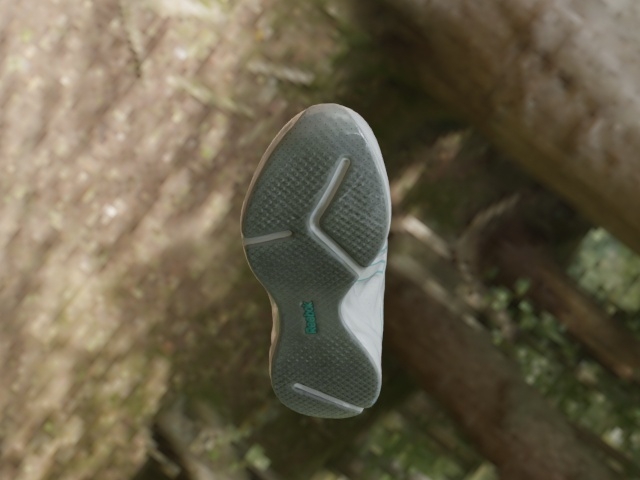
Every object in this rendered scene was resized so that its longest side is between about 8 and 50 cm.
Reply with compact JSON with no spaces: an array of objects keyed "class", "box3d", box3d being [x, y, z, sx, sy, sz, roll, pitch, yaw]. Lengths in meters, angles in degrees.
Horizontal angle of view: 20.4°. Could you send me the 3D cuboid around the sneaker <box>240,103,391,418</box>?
[{"class":"sneaker","box3d":[0.000,0.000,0.671,0.152,0.053,0.061,90,5,-48]}]
